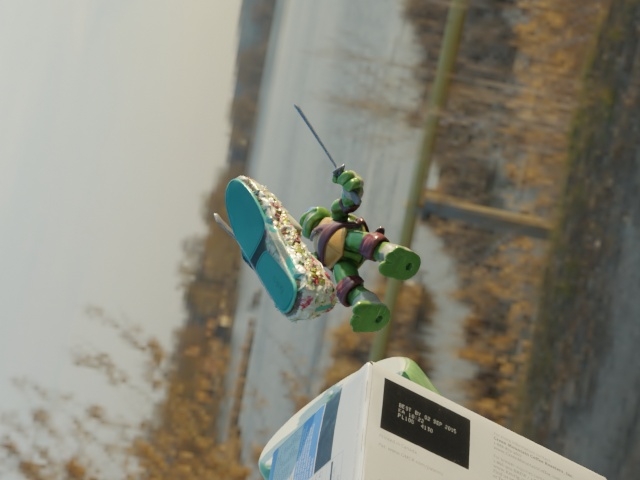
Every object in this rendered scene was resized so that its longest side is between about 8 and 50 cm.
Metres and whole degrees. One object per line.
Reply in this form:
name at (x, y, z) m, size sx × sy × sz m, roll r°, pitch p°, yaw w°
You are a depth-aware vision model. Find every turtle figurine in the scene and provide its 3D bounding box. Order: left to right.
turtle figurine at (0.000, 0.000, 2.032) m, size 0.266 × 0.198 × 0.274 m, roll 41°, pitch 163°, yaw 47°

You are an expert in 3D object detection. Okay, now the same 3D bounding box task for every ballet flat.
ballet flat at (-0.048, 0.013, 1.754) m, size 0.091 × 0.077 × 0.241 m, roll -59°, pitch 42°, yaw 33°

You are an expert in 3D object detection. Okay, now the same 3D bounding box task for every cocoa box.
cocoa box at (0.128, 0.344, 1.598) m, size 0.228 × 0.347 × 0.231 m, roll -47°, pitch 23°, yaw 39°

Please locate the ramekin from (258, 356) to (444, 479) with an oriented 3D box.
ramekin at (0.057, 0.300, 2.013) m, size 0.303 × 0.148 × 0.303 m, roll -34°, pitch 7°, yaw 5°
